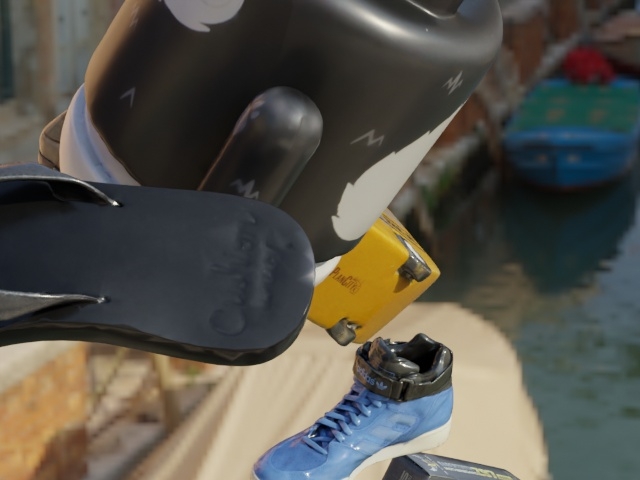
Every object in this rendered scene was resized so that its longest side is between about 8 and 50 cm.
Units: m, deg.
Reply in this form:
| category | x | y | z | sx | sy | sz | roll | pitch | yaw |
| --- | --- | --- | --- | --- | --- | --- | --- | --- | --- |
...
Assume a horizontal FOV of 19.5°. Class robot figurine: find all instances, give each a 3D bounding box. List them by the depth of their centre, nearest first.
| category | x | y | z | sx | sy | sz | roll | pitch | yaw |
| --- | --- | --- | --- | --- | --- | --- | --- | --- | --- |
| robot figurine | -0.016 | -0.086 | 0.946 | 0.209 | 0.278 | 0.173 | -7 | 51 | -50 |

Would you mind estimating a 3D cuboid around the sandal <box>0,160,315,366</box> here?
| category | x | y | z | sx | sy | sz | roll | pitch | yaw |
| --- | --- | --- | --- | --- | --- | --- | --- | --- | --- |
| sandal | -0.129 | 0.003 | 0.790 | 0.255 | 0.097 | 0.054 | -1 | -22 | -5 |

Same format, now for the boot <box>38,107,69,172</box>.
| category | x | y | z | sx | sy | sz | roll | pitch | yaw |
| --- | --- | --- | --- | --- | --- | --- | --- | --- | --- |
| boot | -0.186 | -0.062 | 1.583 | 0.118 | 0.087 | 0.042 | 41 | 44 | 7 |

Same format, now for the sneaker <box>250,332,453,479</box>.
| category | x | y | z | sx | sy | sz | roll | pitch | yaw |
| --- | --- | --- | --- | --- | --- | --- | --- | --- | --- |
| sneaker | 0.022 | 0.105 | 1.165 | 0.152 | 0.084 | 0.058 | -17 | 36 | -30 |

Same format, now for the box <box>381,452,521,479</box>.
| category | x | y | z | sx | sy | sz | roll | pitch | yaw |
| --- | --- | --- | --- | --- | --- | --- | --- | --- | --- |
| box | 0.102 | 0.335 | 1.912 | 0.183 | 0.232 | 0.059 | 15 | 13 | -46 |

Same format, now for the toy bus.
| category | x | y | z | sx | sy | sz | roll | pitch | yaw |
| --- | --- | --- | --- | --- | --- | --- | --- | --- | --- |
| toy bus | 0.000 | 0.000 | 1.635 | 0.130 | 0.108 | 0.333 | 52 | 8 | 24 |
